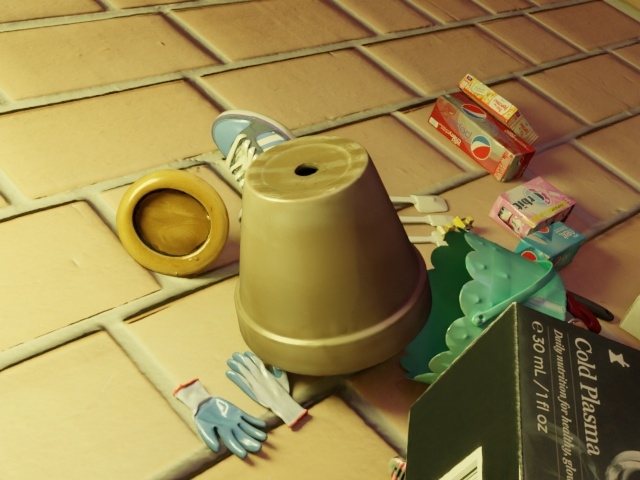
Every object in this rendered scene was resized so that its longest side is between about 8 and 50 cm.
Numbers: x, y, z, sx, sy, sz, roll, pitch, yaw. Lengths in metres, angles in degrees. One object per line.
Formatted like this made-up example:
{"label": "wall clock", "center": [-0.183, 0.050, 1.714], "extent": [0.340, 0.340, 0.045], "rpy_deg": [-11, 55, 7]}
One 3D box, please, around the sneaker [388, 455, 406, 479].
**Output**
{"label": "sneaker", "center": [0.155, 0.354, 1.241], "extent": [0.119, 0.047, 0.057], "rpy_deg": [35, 33, 7]}

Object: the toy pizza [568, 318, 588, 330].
{"label": "toy pizza", "center": [0.400, 0.221, 1.295], "extent": [0.032, 0.201, 0.201], "rpy_deg": [0, 25, 35]}

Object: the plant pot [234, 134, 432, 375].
{"label": "plant pot", "center": [0.000, 0.000, 1.317], "extent": [0.323, 0.280, 0.323], "rpy_deg": [-8, 35, 6]}

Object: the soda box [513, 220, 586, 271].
{"label": "soda box", "center": [0.468, 0.021, 1.731], "extent": [0.071, 0.067, 0.210], "rpy_deg": [36, 29, 25]}

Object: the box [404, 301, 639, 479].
{"label": "box", "center": [0.361, 0.401, 0.990], "extent": [0.472, 0.297, 0.480], "rpy_deg": [22, 45, -12]}

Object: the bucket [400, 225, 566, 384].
{"label": "bucket", "center": [0.266, 0.129, 1.389], "extent": [0.183, 0.281, 0.281], "rpy_deg": [19, 38, -8]}

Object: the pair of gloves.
{"label": "pair of gloves", "center": [-0.113, 0.241, 1.269], "extent": [0.159, 0.023, 0.198], "rpy_deg": [39, 42, 22]}

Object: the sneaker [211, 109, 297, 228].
{"label": "sneaker", "center": [-0.122, -0.122, 1.615], "extent": [0.323, 0.130, 0.236], "rpy_deg": [35, 35, 9]}

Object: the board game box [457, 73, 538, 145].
{"label": "board game box", "center": [0.446, -0.325, 2.111], "extent": [0.147, 0.045, 0.193], "rpy_deg": [35, 10, -48]}

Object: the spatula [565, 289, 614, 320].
{"label": "spatula", "center": [0.454, 0.101, 1.688], "extent": [0.296, 0.030, 0.084], "rpy_deg": [21, 39, 0]}

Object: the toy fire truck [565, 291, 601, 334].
{"label": "toy fire truck", "center": [0.492, 0.191, 1.506], "extent": [0.246, 0.158, 0.217], "rpy_deg": [24, 28, -16]}

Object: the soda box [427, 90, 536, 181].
{"label": "soda box", "center": [0.390, -0.255, 2.048], "extent": [0.092, 0.083, 0.263], "rpy_deg": [-16, 51, -40]}

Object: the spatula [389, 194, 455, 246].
{"label": "spatula", "center": [0.184, -0.044, 1.755], "extent": [0.242, 0.019, 0.168], "rpy_deg": [0, 48, -25]}

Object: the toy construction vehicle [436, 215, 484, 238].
{"label": "toy construction vehicle", "center": [0.296, -0.017, 1.740], "extent": [0.098, 0.035, 0.086], "rpy_deg": [-6, 50, -35]}

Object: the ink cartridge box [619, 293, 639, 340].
{"label": "ink cartridge box", "center": [0.727, 0.143, 1.709], "extent": [0.160, 0.092, 0.219], "rpy_deg": [36, 41, 20]}

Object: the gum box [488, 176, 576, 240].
{"label": "gum box", "center": [0.471, -0.068, 1.875], "extent": [0.188, 0.062, 0.107], "rpy_deg": [-23, 55, -42]}

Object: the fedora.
{"label": "fedora", "center": [-0.253, -0.031, 1.462], "extent": [0.194, 0.194, 0.079], "rpy_deg": [19, 1, -2]}
